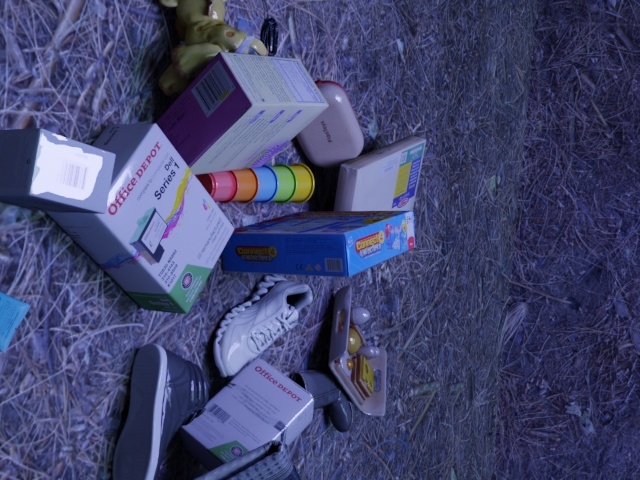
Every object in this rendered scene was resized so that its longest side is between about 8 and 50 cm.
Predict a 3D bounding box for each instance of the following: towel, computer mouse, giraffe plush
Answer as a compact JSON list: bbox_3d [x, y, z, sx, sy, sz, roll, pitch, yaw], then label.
[{"bbox_3d":[-0.185,0.506,1.312,0.324,0.056,0.312,-28,143,-11],"label":"towel"},{"bbox_3d":[-0.110,-0.526,1.558,0.071,0.041,0.241,-26,115,-55],"label":"computer mouse"},{"bbox_3d":[-0.217,-0.380,1.308,0.181,0.210,0.170,-9,71,-54],"label":"giraffe plush"}]

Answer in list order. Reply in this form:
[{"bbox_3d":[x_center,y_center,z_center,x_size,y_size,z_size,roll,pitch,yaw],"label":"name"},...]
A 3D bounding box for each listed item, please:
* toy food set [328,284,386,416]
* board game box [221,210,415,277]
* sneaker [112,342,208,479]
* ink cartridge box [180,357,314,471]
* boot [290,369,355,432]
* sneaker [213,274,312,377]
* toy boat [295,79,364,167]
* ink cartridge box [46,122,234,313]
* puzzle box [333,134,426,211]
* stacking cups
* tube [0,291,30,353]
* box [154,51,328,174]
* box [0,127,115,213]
[{"bbox_3d":[0.112,0.293,1.865,0.219,0.093,0.306,-84,153,-43],"label":"toy food set"},{"bbox_3d":[0.000,0.000,1.524,0.302,0.309,0.086,-19,107,-57],"label":"board game box"},{"bbox_3d":[-0.279,0.344,1.293,0.147,0.105,0.295,26,66,-50],"label":"sneaker"},{"bbox_3d":[-0.140,0.362,1.412,0.219,0.160,0.092,-39,148,-34],"label":"ink cartridge box"},{"bbox_3d":[0.005,0.406,1.782,0.208,0.076,0.189,-1,79,-65],"label":"boot"},{"bbox_3d":[-0.122,0.177,1.525,0.292,0.118,0.110,-52,135,-41],"label":"sneaker"},{"bbox_3d":[0.011,-0.289,1.706,0.151,0.151,0.231,-96,164,-50],"label":"toy boat"},{"bbox_3d":[-0.296,-0.035,1.227,0.278,0.117,0.201,58,46,-42],"label":"ink cartridge box"},{"bbox_3d":[0.151,-0.107,1.855,0.409,0.052,0.271,-29,133,-54],"label":"puzzle box"},{"bbox_3d":[-0.142,-0.112,1.505,0.316,0.096,0.095,-12,102,-53],"label":"stacking cups"},{"bbox_3d":[-0.492,0.082,0.995,0.080,0.052,0.207,-66,148,-22],"label":"tube"},{"bbox_3d":[-0.146,-0.235,1.336,0.243,0.214,0.117,-15,71,-55],"label":"box"},{"bbox_3d":[-0.400,-0.095,1.005,0.130,0.171,0.090,17,80,-57],"label":"box"}]
